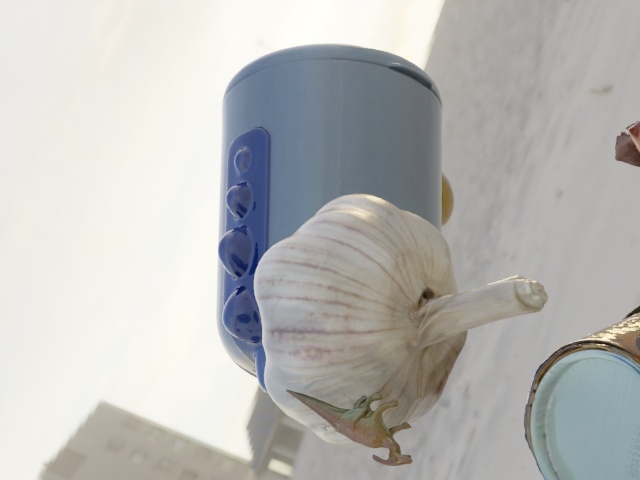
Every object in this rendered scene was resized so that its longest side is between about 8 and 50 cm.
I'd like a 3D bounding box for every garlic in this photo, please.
[{"bbox_3d":[0.076,0.058,1.003,0.199,0.226,0.199,10,-103,-52],"label":"garlic"}]

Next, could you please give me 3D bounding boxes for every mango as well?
[{"bbox_3d":[0.126,-0.074,1.724,0.066,0.101,0.187,-40,-34,-8],"label":"mango"}]

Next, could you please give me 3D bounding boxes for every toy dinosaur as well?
[{"bbox_3d":[0.025,0.121,0.932,0.041,0.113,0.026,-42,-35,-23],"label":"toy dinosaur"}]

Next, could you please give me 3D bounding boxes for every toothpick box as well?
[{"bbox_3d":[0.000,0.000,1.360,0.263,0.263,0.355,95,176,-68],"label":"toothpick box"}]

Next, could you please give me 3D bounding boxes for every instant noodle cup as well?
[{"bbox_3d":[0.309,0.166,1.274,0.172,0.215,0.216,-7,-56,-44],"label":"instant noodle cup"}]

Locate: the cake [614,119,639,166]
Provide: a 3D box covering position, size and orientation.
[{"bbox_3d":[0.412,-0.073,1.172,0.098,0.287,0.135,-88,11,-58],"label":"cake"}]
